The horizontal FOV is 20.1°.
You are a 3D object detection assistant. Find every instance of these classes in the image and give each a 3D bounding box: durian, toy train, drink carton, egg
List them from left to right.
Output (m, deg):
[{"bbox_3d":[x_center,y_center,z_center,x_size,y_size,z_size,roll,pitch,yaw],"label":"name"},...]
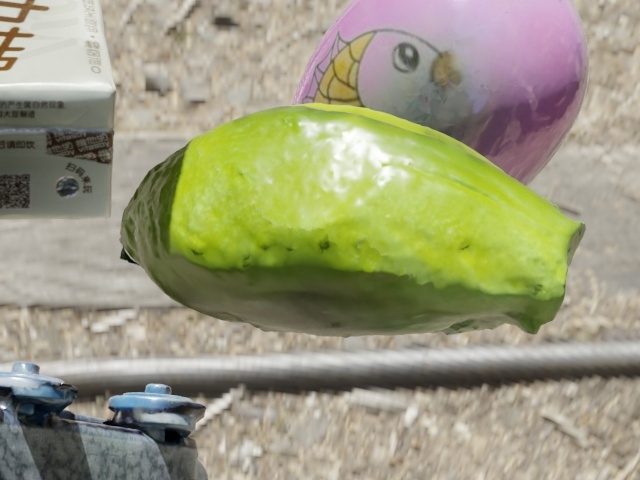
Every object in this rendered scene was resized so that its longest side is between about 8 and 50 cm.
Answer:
[{"bbox_3d":[-0.272,-0.150,1.462,0.194,0.132,0.324,-2,34,-10],"label":"drink carton"},{"bbox_3d":[-0.209,0.152,1.218,0.202,0.299,0.131,-3,77,26],"label":"toy train"},{"bbox_3d":[0.000,0.000,0.859,0.250,0.139,0.101,2,60,21],"label":"durian"},{"bbox_3d":[0.083,-0.099,1.354,0.196,0.271,0.196,18,36,-14],"label":"egg"}]
